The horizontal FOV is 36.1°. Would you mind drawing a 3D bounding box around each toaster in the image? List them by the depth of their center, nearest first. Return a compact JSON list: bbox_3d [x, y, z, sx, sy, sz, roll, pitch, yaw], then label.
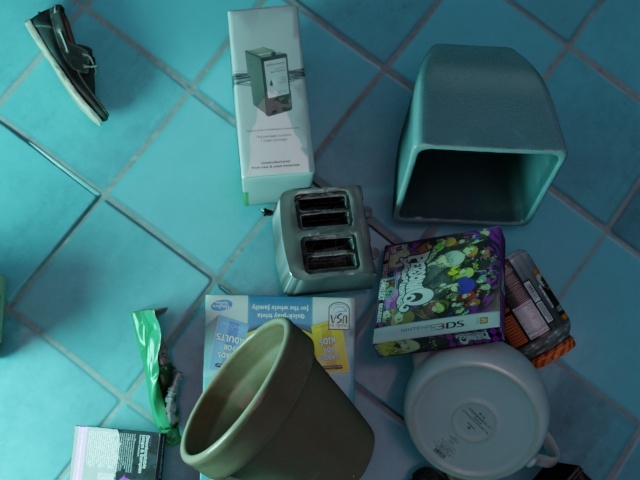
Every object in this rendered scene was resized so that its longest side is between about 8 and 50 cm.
[{"bbox_3d":[0.000,0.000,1.672,0.186,0.110,0.168,-5,72,-10],"label":"toaster"}]

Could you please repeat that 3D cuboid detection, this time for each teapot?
[{"bbox_3d":[0.266,0.262,1.632,0.253,0.187,0.256,-2,106,14],"label":"teapot"}]

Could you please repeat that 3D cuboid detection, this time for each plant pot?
[{"bbox_3d":[-0.048,0.285,1.503,0.229,0.263,0.263,38,78,-16],"label":"plant pot"},{"bbox_3d":[0.255,-0.194,1.685,0.247,0.248,0.252,2,62,-5],"label":"plant pot"}]

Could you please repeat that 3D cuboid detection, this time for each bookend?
[{"bbox_3d":[0.435,0.446,1.620,0.157,0.156,0.072,43,79,3],"label":"bookend"}]

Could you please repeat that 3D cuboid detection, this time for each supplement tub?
[{"bbox_3d":[0.350,0.120,1.691,0.117,0.117,0.190,-30,84,-9],"label":"supplement tub"}]

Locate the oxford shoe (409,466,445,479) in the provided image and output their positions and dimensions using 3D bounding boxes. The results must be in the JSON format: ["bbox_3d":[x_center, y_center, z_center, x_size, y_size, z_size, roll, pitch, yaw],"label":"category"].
[{"bbox_3d":[0.172,0.496,1.609,0.096,0.083,0.227,43,60,-34],"label":"oxford shoe"}]

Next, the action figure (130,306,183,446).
[{"bbox_3d":[-0.263,0.228,1.631,0.064,0.137,0.232,-8,89,-19],"label":"action figure"}]

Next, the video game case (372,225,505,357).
[{"bbox_3d":[0.199,0.082,1.621,0.210,0.042,0.232,-9,41,20],"label":"video game case"}]

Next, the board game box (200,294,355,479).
[{"bbox_3d":[-0.071,0.263,1.649,0.254,0.079,0.336,1,80,-4],"label":"board game box"}]

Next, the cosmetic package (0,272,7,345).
[{"bbox_3d":[-0.678,0.116,1.598,0.296,0.129,0.153,1,81,-4],"label":"cosmetic package"}]

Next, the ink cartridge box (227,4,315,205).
[{"bbox_3d":[-0.086,-0.223,1.669,0.122,0.211,0.289,-5,79,-4],"label":"ink cartridge box"}]

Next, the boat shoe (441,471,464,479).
[{"bbox_3d":[0.259,0.425,1.666,0.049,0.043,0.137,-43,87,-12],"label":"boat shoe"}]

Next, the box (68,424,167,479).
[{"bbox_3d":[-0.332,0.366,1.604,0.162,0.029,0.116,1,79,21],"label":"box"}]

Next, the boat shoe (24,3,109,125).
[{"bbox_3d":[-0.429,-0.308,1.719,0.079,0.084,0.233,-31,81,-9],"label":"boat shoe"}]
